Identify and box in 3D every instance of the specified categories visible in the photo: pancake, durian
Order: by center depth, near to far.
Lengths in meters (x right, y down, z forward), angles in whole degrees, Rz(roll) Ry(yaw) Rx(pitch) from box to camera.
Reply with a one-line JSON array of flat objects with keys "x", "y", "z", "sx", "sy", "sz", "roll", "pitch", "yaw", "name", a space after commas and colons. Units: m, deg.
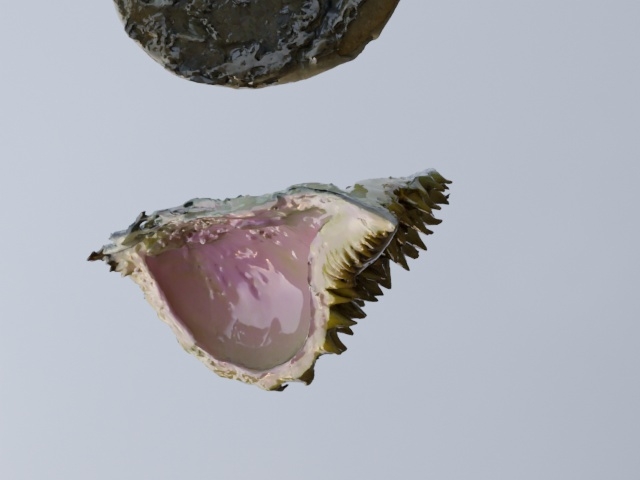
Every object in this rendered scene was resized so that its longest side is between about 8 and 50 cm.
[{"x": -0.003, "y": -0.001, "z": 1.365, "sx": 0.305, "sy": 0.186, "sz": 0.195, "roll": -20, "pitch": 14, "yaw": 40, "name": "durian"}, {"x": -0.052, "y": -0.260, "z": 1.487, "sx": 0.282, "sy": 0.282, "sz": 0.049, "roll": -62, "pitch": 0, "yaw": 6, "name": "pancake"}]
